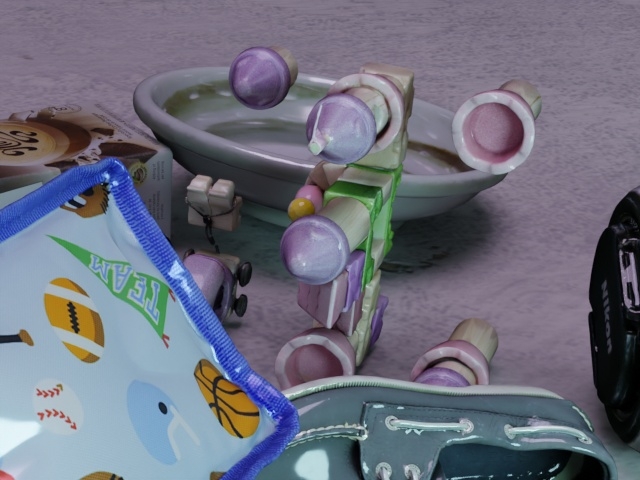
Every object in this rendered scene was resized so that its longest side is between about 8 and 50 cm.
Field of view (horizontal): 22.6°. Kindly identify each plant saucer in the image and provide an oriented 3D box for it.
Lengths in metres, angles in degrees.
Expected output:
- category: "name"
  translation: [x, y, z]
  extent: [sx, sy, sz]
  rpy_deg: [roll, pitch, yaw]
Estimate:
- category: "plant saucer"
  translation: [-0.004, -0.086, 1.686]
  extent: [0.400, 0.101, 0.400]
  rpy_deg: [10, 18, -3]

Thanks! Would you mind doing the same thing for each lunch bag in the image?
- category: "lunch bag"
  translation: [-0.236, 0.169, 0.795]
  extent: [0.239, 0.328, 0.385]
  rpy_deg: [52, 28, 0]

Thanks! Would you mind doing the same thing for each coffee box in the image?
- category: "coffee box"
  translation: [-0.314, -0.040, 1.561]
  extent: [0.297, 0.119, 0.168]
  rpy_deg: [-13, 29, -33]

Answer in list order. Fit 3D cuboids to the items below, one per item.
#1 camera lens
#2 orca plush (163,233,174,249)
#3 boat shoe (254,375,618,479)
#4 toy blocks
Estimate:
- category: "camera lens"
  translation: [0.361, 0.064, 1.267]
  extent: [0.274, 0.219, 0.219]
  rpy_deg: [2, 23, -2]
- category: "orca plush"
  translation: [-0.231, 0.027, 1.435]
  extent: [0.287, 0.102, 0.151]
  rpy_deg: [-19, 32, -41]
- category: "boat shoe"
  translation: [0.066, 0.165, 1.138]
  extent: [0.319, 0.116, 0.099]
  rpy_deg: [-2, 20, -24]
- category: "toy blocks"
  translation: [0.000, 0.000, 1.289]
  extent: [0.308, 0.289, 0.260]
  rpy_deg: [12, 20, 13]
